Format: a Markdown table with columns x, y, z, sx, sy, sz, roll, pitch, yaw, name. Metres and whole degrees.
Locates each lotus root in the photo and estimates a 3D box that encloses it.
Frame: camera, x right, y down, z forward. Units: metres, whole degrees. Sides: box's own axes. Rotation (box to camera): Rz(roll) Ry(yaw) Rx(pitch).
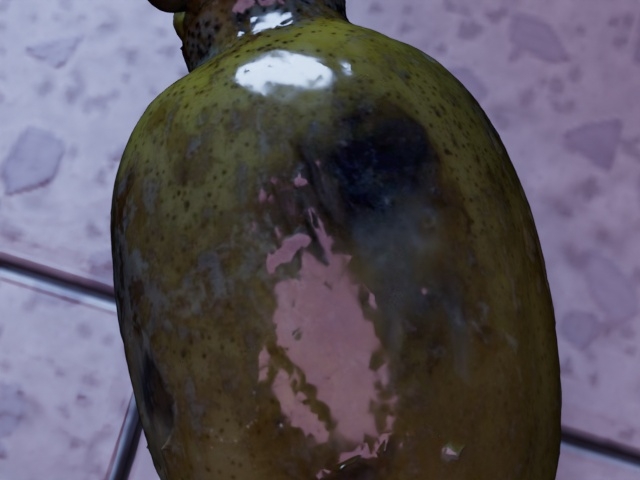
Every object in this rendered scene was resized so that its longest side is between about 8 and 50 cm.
| x | y | z | sx | sy | sz | roll | pitch | yaw | name |
| --- | --- | --- | --- | --- | --- | --- | --- | --- | --- |
| 0.001 | -0.001 | 0.491 | 0.154 | 0.154 | 0.278 | -14 | 76 | 4 | lotus root |
